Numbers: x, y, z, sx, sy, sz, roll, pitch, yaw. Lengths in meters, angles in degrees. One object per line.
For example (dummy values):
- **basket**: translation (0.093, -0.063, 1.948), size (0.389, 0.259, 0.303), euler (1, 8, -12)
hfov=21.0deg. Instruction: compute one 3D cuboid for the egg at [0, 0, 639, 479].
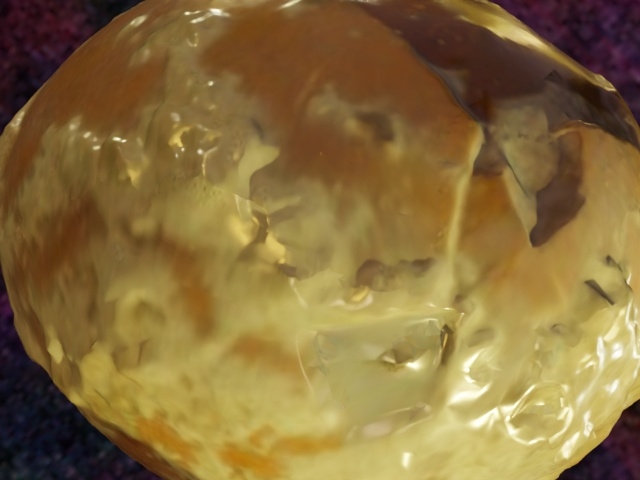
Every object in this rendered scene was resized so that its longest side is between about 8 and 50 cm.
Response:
- **egg**: translation (0.000, 0.000, 0.567), size (0.233, 0.195, 0.195), euler (20, 19, 27)
